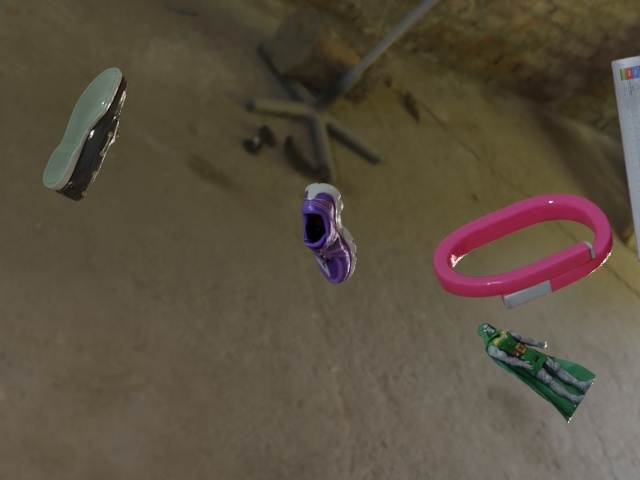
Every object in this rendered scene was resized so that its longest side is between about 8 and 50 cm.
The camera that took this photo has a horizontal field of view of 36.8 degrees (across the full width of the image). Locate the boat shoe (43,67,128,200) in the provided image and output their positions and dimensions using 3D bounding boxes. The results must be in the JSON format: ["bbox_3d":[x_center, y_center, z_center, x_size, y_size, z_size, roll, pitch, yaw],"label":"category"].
[{"bbox_3d":[-0.376,-0.176,1.589,0.069,0.081,0.227,35,78,-45],"label":"boat shoe"}]

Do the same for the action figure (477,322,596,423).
[{"bbox_3d":[0.394,0.227,1.805,0.232,0.063,0.137,32,45,15],"label":"action figure"}]

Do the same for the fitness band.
[{"bbox_3d":[0.323,0.012,1.547,0.209,0.291,0.054,-119,-171,-58],"label":"fitness band"}]

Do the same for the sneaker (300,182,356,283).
[{"bbox_3d":[0.000,0.000,1.340,0.071,0.068,0.170,-61,145,-40],"label":"sneaker"}]

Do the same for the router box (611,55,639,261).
[{"bbox_3d":[0.640,-0.147,1.526,0.082,0.301,0.335,-17,100,-67],"label":"router box"}]
